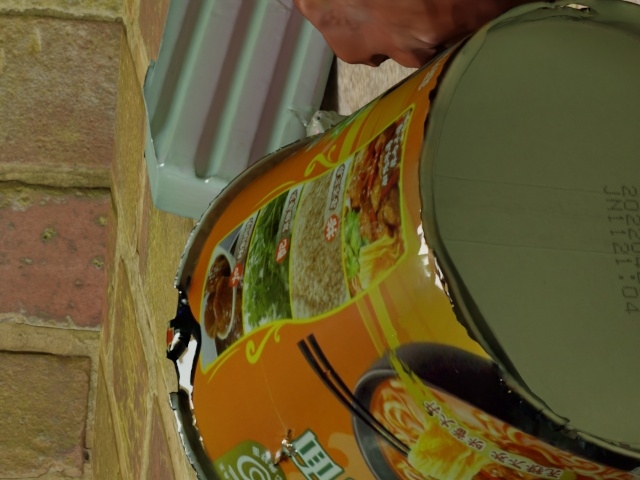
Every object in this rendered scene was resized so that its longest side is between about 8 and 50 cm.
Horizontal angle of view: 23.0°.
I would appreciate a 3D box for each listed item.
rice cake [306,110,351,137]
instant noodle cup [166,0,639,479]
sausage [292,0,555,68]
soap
[{"bbox_3d":[0.000,0.000,1.242,0.034,0.043,0.211,-132,44,-60],"label":"rice cake"},{"bbox_3d":[0.076,0.025,0.605,0.182,0.230,0.230,138,132,-58],"label":"instant noodle cup"},{"bbox_3d":[0.073,-0.201,0.650,0.280,0.152,0.152,-63,9,-14],"label":"sausage"},{"bbox_3d":[-0.071,-0.133,1.305,0.091,0.145,0.230,120,167,-66],"label":"soap"}]
